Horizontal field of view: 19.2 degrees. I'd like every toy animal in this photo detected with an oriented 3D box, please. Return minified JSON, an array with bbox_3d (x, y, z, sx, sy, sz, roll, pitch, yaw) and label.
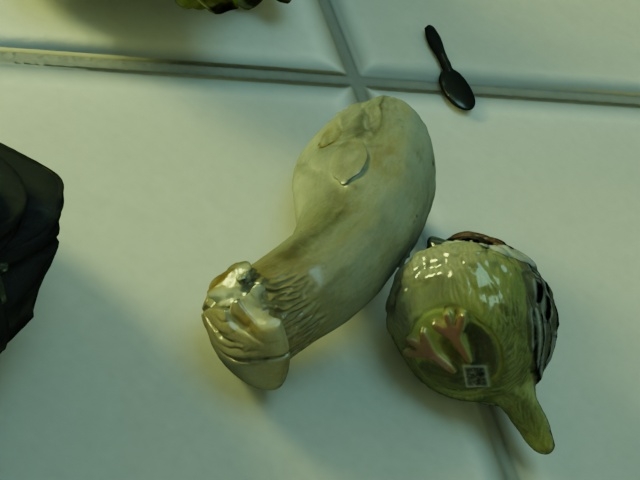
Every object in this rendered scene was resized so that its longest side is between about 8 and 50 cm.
[{"bbox_3d":[0.102,0.055,1.107,0.137,0.098,0.098,49,43,-6],"label":"toy animal"}]

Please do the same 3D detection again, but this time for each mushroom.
[{"bbox_3d":[0.004,0.003,1.105,0.092,0.081,0.223,25,44,6],"label":"mushroom"}]

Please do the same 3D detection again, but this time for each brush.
[{"bbox_3d":[0.088,-0.121,1.320,0.024,0.008,0.083,-1,50,-26],"label":"brush"}]

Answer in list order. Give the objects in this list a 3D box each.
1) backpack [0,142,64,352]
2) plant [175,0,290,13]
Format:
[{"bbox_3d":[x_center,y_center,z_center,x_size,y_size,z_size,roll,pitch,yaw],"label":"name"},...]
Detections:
[{"bbox_3d":[-0.235,0.003,0.955,0.206,0.133,0.258,31,36,15],"label":"backpack"},{"bbox_3d":[-0.081,-0.289,1.265,0.261,0.297,0.306,32,15,-44],"label":"plant"}]
